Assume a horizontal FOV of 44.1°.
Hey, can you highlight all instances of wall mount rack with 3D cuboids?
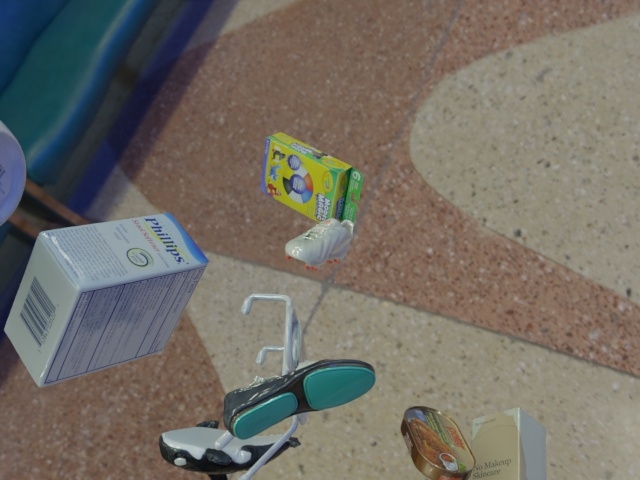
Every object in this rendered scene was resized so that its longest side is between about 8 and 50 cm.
[{"bbox_3d":[-0.097,0.281,1.455,0.130,0.350,0.304,0,53,6],"label":"wall mount rack"}]

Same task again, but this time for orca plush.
[{"bbox_3d":[-0.189,0.440,1.599,0.151,0.287,0.102,28,110,48],"label":"orca plush"}]

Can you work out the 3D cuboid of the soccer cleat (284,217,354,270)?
[{"bbox_3d":[0.000,0.000,1.263,0.068,0.196,0.076,27,102,18],"label":"soccer cleat"}]

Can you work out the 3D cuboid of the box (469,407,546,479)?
[{"bbox_3d":[0.436,0.564,1.838,0.148,0.121,0.311,-27,36,36],"label":"box"}]

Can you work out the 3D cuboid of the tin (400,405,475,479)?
[{"bbox_3d":[0.203,0.357,1.381,0.190,0.106,0.040,-110,30,-67],"label":"tin"}]

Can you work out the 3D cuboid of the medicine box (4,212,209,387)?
[{"bbox_3d":[-0.397,0.105,1.477,0.149,0.289,0.263,48,126,24],"label":"medicine box"}]

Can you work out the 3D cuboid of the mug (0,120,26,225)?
[{"bbox_3d":[-0.668,-0.161,1.247,0.328,0.374,0.276,13,48,18],"label":"mug"}]

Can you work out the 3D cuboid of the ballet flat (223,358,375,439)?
[{"bbox_3d":[-0.031,0.187,1.005,0.203,0.074,0.074,-19,41,-16],"label":"ballet flat"}]

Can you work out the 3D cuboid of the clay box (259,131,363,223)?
[{"bbox_3d":[-0.021,-0.118,1.602,0.222,0.127,0.053,29,36,29],"label":"clay box"}]
